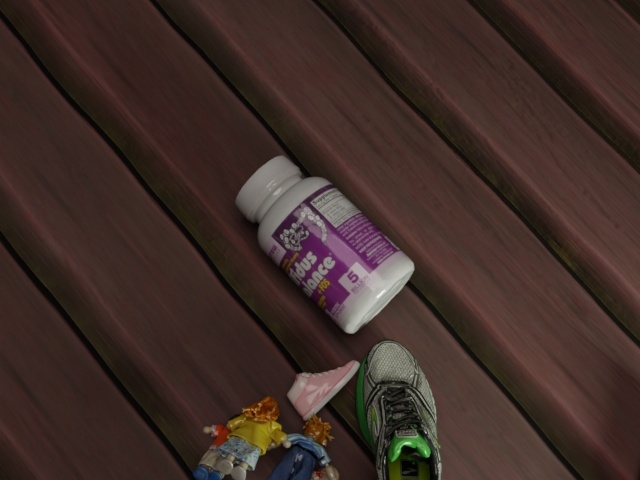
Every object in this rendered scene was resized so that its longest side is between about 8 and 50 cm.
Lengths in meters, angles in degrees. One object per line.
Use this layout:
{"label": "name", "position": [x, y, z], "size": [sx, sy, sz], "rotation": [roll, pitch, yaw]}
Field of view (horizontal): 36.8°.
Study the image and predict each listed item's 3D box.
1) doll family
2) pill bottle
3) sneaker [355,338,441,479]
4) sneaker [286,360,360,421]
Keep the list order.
{"label": "doll family", "position": [-0.060, 0.335, 1.518], "size": [0.263, 0.118, 0.163], "rotation": [29, 42, 6]}
{"label": "pill bottle", "position": [0.000, 0.000, 1.637], "size": [0.301, 0.169, 0.169], "rotation": [44, 72, 12]}
{"label": "sneaker", "position": [0.139, 0.306, 1.532], "size": [0.134, 0.146, 0.344], "rotation": [-6, 55, -7]}
{"label": "sneaker", "position": [0.001, 0.233, 1.612], "size": [0.134, 0.051, 0.070], "rotation": [-42, 83, -14]}
